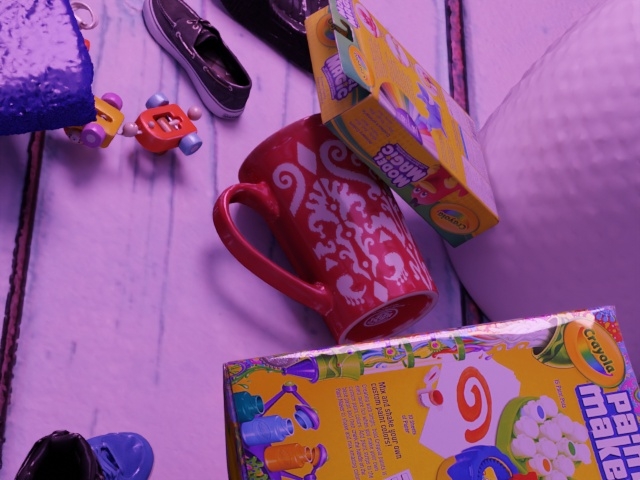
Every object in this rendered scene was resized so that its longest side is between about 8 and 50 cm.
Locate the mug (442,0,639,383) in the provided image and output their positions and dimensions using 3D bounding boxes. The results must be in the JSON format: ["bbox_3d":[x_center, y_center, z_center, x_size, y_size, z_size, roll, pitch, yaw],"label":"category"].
[{"bbox_3d":[0.332,-0.087,1.707,0.374,0.328,0.276,-14,62,-39],"label":"mug"}]

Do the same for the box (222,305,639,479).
[{"bbox_3d":[0.094,0.225,1.336,0.279,0.177,0.290,-8,55,-6],"label":"box"}]

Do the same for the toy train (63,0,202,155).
[{"bbox_3d":[-0.180,-0.118,1.627,0.166,0.046,0.125,48,38,13],"label":"toy train"}]

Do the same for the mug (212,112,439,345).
[{"bbox_3d":[0.003,0.002,1.607,0.150,0.113,0.169,-26,70,-5],"label":"mug"}]

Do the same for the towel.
[{"bbox_3d":[-0.343,-0.159,1.513,0.308,0.076,0.227,-8,61,-24],"label":"towel"}]

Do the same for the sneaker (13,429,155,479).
[{"bbox_3d":[-0.161,0.160,1.367,0.152,0.084,0.058,-25,69,-43],"label":"sneaker"}]

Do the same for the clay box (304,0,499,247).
[{"bbox_3d":[0.058,-0.104,1.606,0.222,0.053,0.127,41,28,-39],"label":"clay box"}]

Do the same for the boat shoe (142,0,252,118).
[{"bbox_3d":[-0.103,-0.169,1.717,0.049,0.040,0.142,-19,65,-41],"label":"boat shoe"}]

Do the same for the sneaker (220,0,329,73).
[{"bbox_3d":[-0.015,-0.209,1.801,0.170,0.051,0.089,41,43,-1],"label":"sneaker"}]
